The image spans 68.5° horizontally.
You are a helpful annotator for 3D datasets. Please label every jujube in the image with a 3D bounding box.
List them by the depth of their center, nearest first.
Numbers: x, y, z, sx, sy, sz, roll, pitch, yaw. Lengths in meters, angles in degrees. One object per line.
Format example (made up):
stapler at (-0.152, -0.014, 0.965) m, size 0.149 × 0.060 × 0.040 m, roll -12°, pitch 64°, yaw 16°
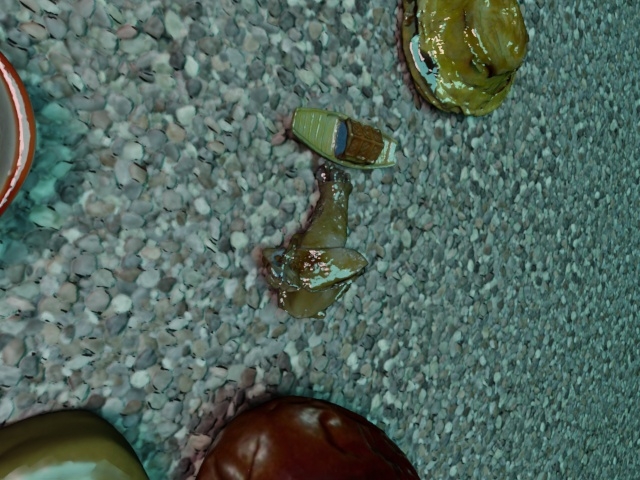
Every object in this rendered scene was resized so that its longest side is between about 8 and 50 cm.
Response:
jujube at (0.002, 0.312, 0.552) m, size 0.318 × 0.223 × 0.223 m, roll 36°, pitch 74°, yaw -40°

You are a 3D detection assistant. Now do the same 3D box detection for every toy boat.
toy boat at (0.031, -0.130, 0.606) m, size 0.172 × 0.066 × 0.065 m, roll 10°, pitch 91°, yaw -34°

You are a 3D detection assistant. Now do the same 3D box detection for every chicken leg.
chicken leg at (0.006, 0.005, 0.596) m, size 0.125 × 0.080 × 0.196 m, roll 39°, pitch 71°, yaw -18°

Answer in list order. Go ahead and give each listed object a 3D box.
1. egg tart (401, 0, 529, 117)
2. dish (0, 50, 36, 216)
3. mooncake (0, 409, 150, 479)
egg tart at (0.229, -0.303, 0.706) m, size 0.241 × 0.106 × 0.241 m, roll -1°, pitch 92°, yaw -31°
dish at (-0.344, -0.072, 0.319) m, size 0.256 × 0.117 × 0.256 m, roll -4°, pitch 97°, yaw -34°
mooncake at (-0.252, 0.275, 0.420) m, size 0.235 × 0.117 × 0.234 m, roll -4°, pitch 97°, yaw -31°
